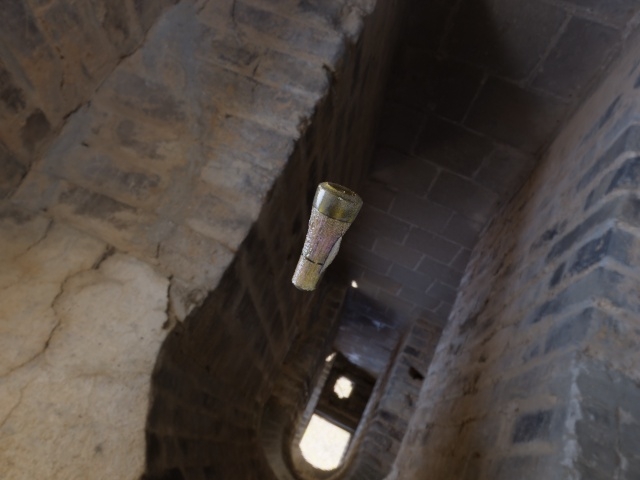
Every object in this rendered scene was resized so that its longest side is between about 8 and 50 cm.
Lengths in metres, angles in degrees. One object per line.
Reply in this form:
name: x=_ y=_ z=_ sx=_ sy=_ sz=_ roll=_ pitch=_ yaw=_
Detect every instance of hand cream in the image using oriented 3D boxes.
hand cream: x=0.000 y=0.000 z=0.874 sx=0.083 sy=0.203 sz=0.084 roll=22 pitch=-164 yaw=-7
